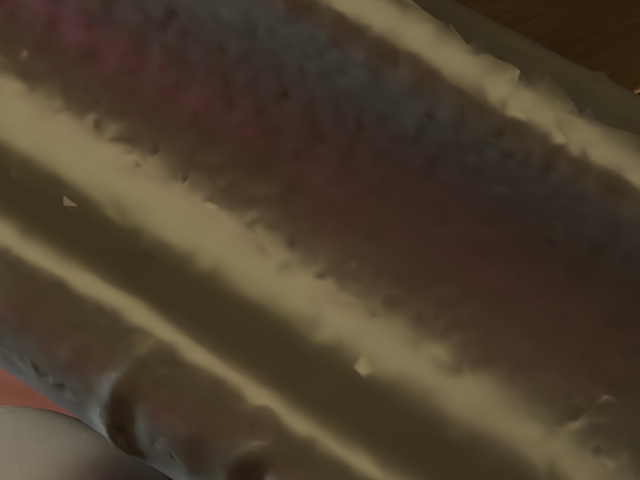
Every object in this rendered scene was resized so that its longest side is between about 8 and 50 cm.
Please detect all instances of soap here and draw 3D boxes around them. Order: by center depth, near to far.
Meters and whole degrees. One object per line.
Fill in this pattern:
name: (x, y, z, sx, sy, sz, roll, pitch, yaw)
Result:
soap: (0.000, 0.000, 0.582, 0.302, 0.258, 0.159, 34, 89, 11)

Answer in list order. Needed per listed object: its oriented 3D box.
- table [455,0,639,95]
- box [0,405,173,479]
table: (0.134, -0.059, 0.688, 0.227, 0.167, 0.167, -28, 45, -13)
box: (-0.124, 0.121, 0.512, 0.200, 0.088, 0.146, -33, 24, -28)
